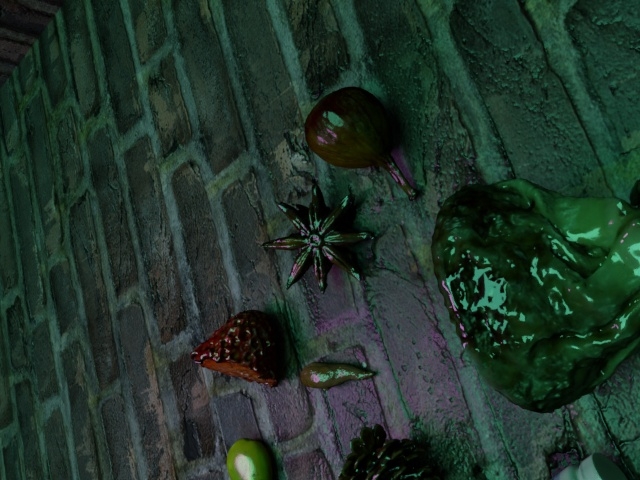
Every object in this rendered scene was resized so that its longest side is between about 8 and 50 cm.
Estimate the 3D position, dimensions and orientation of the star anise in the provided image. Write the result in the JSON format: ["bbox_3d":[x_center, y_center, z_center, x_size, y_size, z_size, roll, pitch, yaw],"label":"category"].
[{"bbox_3d":[0.000,0.000,1.553,0.272,0.102,0.271,0,91,17],"label":"star anise"}]

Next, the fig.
[{"bbox_3d":[0.107,-0.217,1.466,0.290,0.190,0.190,31,113,-4],"label":"fig"}]

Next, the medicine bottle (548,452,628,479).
[{"bbox_3d":[0.424,0.448,1.124,0.186,0.103,0.102,-52,56,27],"label":"medicine bottle"}]

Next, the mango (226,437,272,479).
[{"bbox_3d":[-0.171,0.575,1.665,0.117,0.089,0.163,-41,63,17],"label":"mango"}]

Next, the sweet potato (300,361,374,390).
[{"bbox_3d":[0.022,0.311,1.527,0.226,0.068,0.068,-12,79,40],"label":"sweet potato"}]

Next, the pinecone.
[{"bbox_3d":[0.147,0.484,1.329,0.213,0.169,0.185,11,125,31],"label":"pinecone"}]

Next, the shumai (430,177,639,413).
[{"bbox_3d":[0.392,0.047,1.019,0.348,0.395,0.394,-27,69,40],"label":"shumai"}]

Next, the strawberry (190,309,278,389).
[{"bbox_3d":[-0.200,0.257,1.658,0.234,0.234,0.177,-5,61,42],"label":"strawberry"}]
